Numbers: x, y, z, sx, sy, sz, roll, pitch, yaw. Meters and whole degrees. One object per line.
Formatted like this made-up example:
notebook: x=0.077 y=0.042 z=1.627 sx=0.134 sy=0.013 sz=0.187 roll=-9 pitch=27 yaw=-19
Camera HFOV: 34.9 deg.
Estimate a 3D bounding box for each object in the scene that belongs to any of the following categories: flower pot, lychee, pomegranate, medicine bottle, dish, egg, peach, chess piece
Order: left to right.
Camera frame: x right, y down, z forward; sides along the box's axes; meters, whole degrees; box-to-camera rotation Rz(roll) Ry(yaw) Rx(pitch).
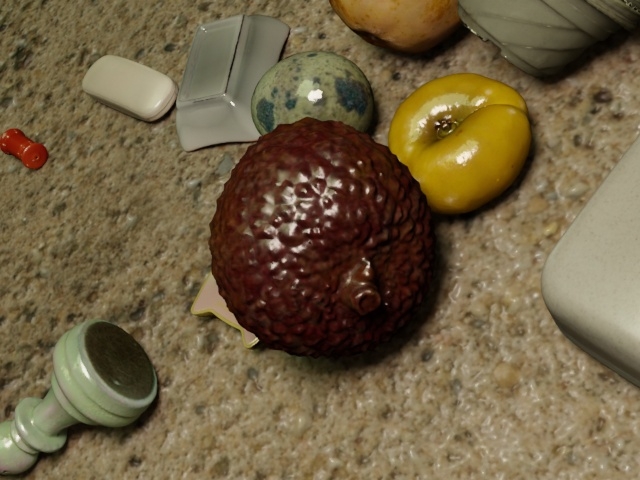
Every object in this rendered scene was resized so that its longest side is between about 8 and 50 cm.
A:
chess piece: x=-0.344 y=0.225 z=1.296 sx=0.271 sy=0.139 sz=0.139 roll=-38 pitch=48 yaw=22
dish: x=-0.140 y=-0.242 z=1.476 sx=0.151 sy=0.077 sz=0.212 roll=-5 pitch=60 yaw=29
egg: x=-0.015 y=-0.172 z=1.318 sx=0.181 sy=0.141 sz=0.141 roll=2 pitch=62 yaw=43
lychee: x=0.000 y=0.000 z=1.123 sx=0.260 sy=0.260 sz=0.261 roll=-16 pitch=55 yaw=23
pomegranate: x=0.107 y=-0.339 z=1.299 sx=0.207 sy=0.207 sz=0.207 roll=-16 pitch=55 yaw=23
peach: x=0.163 y=-0.115 z=1.190 sx=0.179 sy=0.103 sz=0.179 roll=-14 pitch=55 yaw=21
flower pot: x=0.251 y=-0.282 z=1.187 sx=0.140 sy=0.235 sz=0.235 roll=-53 pitch=45 yaw=21
medicine bottle: x=0.400 y=-0.023 z=0.970 sx=0.375 sy=0.123 sz=0.282 roll=-50 pitch=50 yaw=-6

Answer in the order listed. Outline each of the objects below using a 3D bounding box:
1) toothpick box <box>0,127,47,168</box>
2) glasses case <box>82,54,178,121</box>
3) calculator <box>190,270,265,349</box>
toothpick box: x=-0.480 y=-0.148 z=1.650 sx=0.083 sy=0.047 sz=0.047 roll=29 pitch=80 yaw=40
glasses case: x=-0.299 y=-0.239 z=1.590 sx=0.204 sy=0.051 sz=0.081 roll=27 pitch=79 yaw=40
calculator: x=-0.052 y=0.024 z=1.286 sx=0.157 sy=0.033 sz=0.236 roll=27 pitch=76 yaw=41
